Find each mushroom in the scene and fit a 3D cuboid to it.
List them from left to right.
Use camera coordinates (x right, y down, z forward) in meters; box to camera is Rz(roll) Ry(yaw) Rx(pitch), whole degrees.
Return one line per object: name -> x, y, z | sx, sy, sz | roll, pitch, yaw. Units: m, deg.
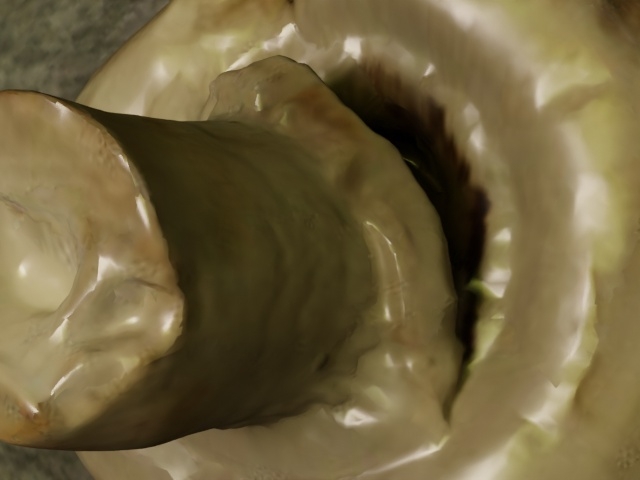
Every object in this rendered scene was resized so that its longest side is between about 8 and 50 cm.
mushroom -> 0.000, 0.000, 0.587 | 0.292, 0.290, 0.293 | -5, 79, 28
